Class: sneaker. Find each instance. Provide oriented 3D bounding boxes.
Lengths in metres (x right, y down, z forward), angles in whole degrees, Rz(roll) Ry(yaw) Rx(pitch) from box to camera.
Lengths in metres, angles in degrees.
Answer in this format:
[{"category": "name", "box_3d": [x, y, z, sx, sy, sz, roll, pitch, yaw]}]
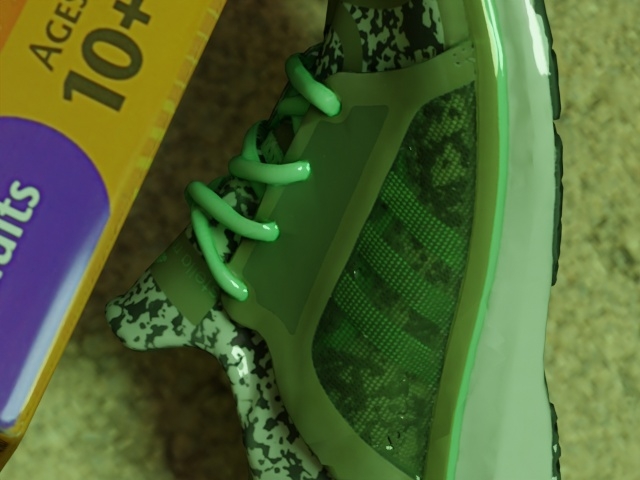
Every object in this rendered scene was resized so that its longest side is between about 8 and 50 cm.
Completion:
[{"category": "sneaker", "box_3d": [0.000, 0.000, 0.752, 0.182, 0.158, 0.410, -3, 101, -3]}]

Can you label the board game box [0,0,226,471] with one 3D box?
[{"category": "board game box", "box_3d": [-0.221, -0.118, 0.661, 0.356, 0.356, 0.356, 25, 66, -8]}]
